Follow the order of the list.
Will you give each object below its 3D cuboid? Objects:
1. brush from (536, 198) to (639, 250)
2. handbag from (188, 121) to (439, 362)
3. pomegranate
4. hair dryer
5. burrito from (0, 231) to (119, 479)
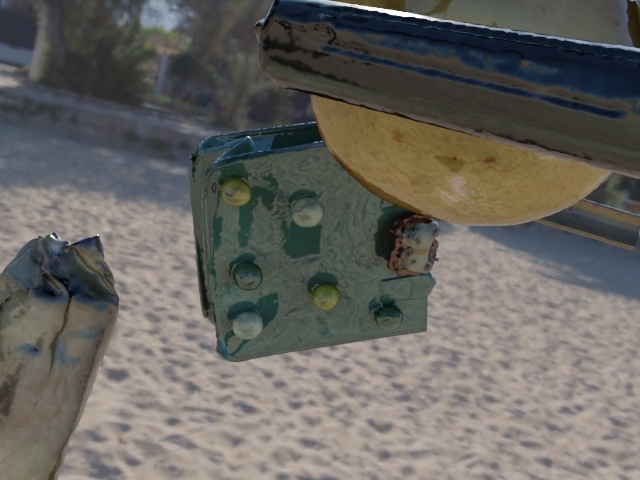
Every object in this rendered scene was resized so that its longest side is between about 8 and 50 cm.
[{"bbox_3d":[0.231,-0.040,0.958,0.248,0.043,0.036,15,-8,-8],"label":"brush"},{"bbox_3d":[-0.001,0.002,0.974,0.274,0.268,0.100,-5,26,-10],"label":"handbag"},{"bbox_3d":[0.146,-0.164,0.739,0.319,0.319,0.319,13,7,-2],"label":"pomegranate"},{"bbox_3d":[0.120,-0.042,0.403,0.302,0.116,0.244,19,-15,21],"label":"hair dryer"},{"bbox_3d":[-0.141,0.079,0.405,0.058,0.188,0.045,19,16,-20],"label":"burrito"}]
